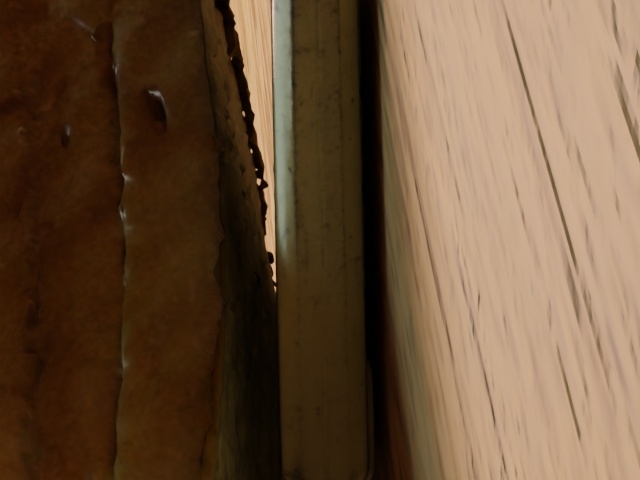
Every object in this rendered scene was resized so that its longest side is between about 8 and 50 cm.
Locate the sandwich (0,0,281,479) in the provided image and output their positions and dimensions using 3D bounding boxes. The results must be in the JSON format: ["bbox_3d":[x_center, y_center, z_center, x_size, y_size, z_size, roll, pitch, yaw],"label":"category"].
[{"bbox_3d":[-0.058,0.074,0.645,0.301,0.099,0.271,81,-172,-56],"label":"sandwich"}]

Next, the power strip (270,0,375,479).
[{"bbox_3d":[0.000,0.000,0.560,0.076,0.028,0.168,-105,13,-80],"label":"power strip"}]
